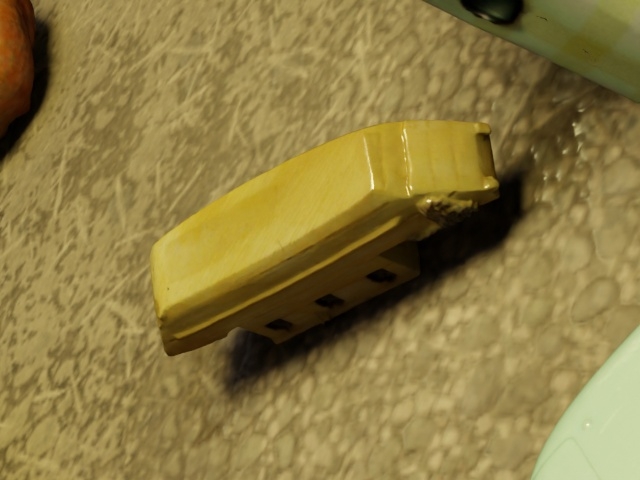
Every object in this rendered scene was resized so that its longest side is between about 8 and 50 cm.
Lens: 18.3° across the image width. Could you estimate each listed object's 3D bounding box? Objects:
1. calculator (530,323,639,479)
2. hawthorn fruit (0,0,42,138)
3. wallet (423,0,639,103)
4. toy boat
[{"bbox_3d":[0.155,0.076,0.667,0.295,0.042,0.184,-49,33,14],"label":"calculator"},{"bbox_3d":[-0.275,-0.133,1.315,0.149,0.189,0.149,-59,3,4],"label":"hawthorn fruit"},{"bbox_3d":[0.167,-0.108,0.568,0.077,0.309,0.223,135,158,-67],"label":"wallet"},{"bbox_3d":[0.000,0.000,0.911,0.200,0.077,0.057,-28,56,35],"label":"toy boat"}]
